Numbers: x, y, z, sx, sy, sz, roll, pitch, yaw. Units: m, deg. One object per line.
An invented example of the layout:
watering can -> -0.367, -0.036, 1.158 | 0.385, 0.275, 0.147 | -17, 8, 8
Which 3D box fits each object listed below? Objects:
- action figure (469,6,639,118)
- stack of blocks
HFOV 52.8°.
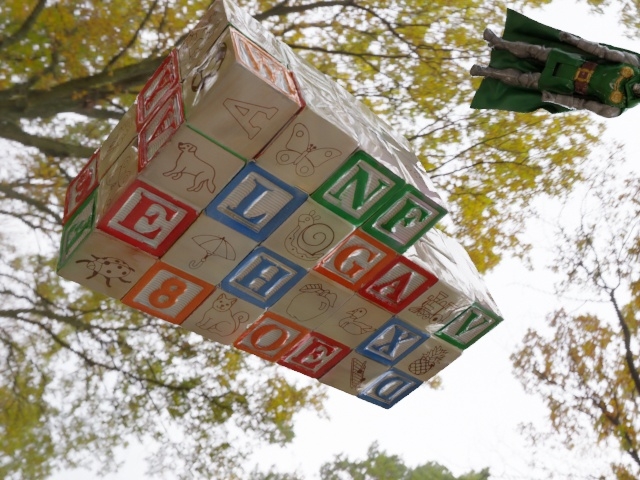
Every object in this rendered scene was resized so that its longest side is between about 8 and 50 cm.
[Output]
action figure -> 0.296, -0.201, 0.777 | 0.232, 0.063, 0.137 | 26, -74, 37
stack of blocks -> 0.000, 0.000, 0.452 | 0.171, 0.297, 0.087 | -43, -142, 22
